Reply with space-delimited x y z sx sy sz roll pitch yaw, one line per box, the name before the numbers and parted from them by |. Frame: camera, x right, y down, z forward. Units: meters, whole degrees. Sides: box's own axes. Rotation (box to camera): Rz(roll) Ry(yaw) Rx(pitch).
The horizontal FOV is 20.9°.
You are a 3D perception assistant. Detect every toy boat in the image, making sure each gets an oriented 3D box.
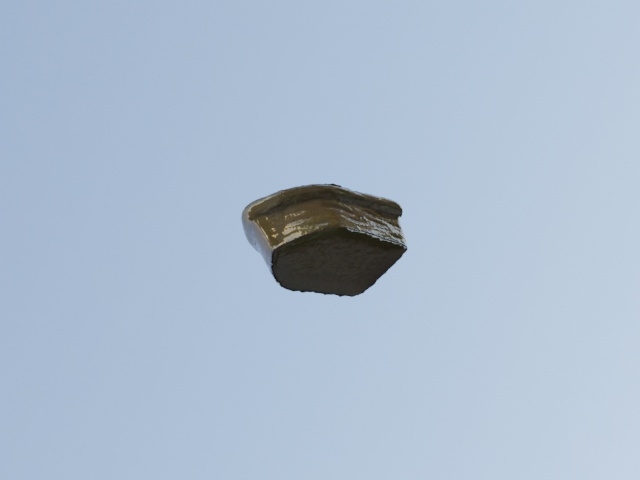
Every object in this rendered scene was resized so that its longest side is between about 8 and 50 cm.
toy boat | 0.000 0.000 1.812 0.188 0.061 0.116 10 -43 -43
